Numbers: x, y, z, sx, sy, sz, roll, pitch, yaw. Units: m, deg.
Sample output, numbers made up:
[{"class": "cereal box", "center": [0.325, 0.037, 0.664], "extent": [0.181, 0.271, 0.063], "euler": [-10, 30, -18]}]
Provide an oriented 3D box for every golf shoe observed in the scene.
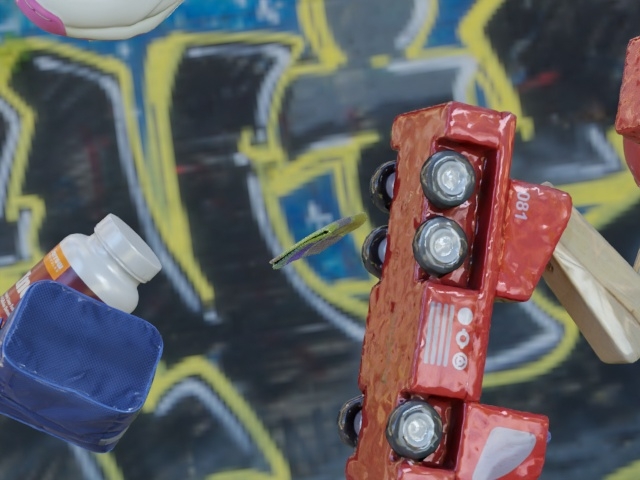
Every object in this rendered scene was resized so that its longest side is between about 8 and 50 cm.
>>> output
[{"class": "golf shoe", "center": [-0.098, -0.246, 1.271], "extent": [0.306, 0.115, 0.140], "euler": [-29, -8, -37]}]

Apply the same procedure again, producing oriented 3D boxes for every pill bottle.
[{"class": "pill bottle", "center": [-0.212, 0.051, 1.417], "extent": [0.152, 0.086, 0.086], "euler": [-43, -5, 4]}]

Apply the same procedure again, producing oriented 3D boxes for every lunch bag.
[{"class": "lunch bag", "center": [-0.146, 0.073, 0.948], "extent": [0.098, 0.067, 0.065], "euler": [26, -40, -6]}]

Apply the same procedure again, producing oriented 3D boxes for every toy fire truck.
[{"class": "toy fire truck", "center": [0.085, 0.007, 0.609], "extent": [0.135, 0.192, 0.047], "euler": [11, -8, -23]}]

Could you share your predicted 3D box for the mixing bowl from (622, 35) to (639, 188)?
[{"class": "mixing bowl", "center": [0.295, -0.069, 1.249], "extent": [0.181, 0.098, 0.181], "euler": [22, 24, -11]}]

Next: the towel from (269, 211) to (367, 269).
[{"class": "towel", "center": [0.000, 0.000, 1.263], "extent": [0.060, 0.009, 0.083], "euler": [-33, -5, 22]}]
